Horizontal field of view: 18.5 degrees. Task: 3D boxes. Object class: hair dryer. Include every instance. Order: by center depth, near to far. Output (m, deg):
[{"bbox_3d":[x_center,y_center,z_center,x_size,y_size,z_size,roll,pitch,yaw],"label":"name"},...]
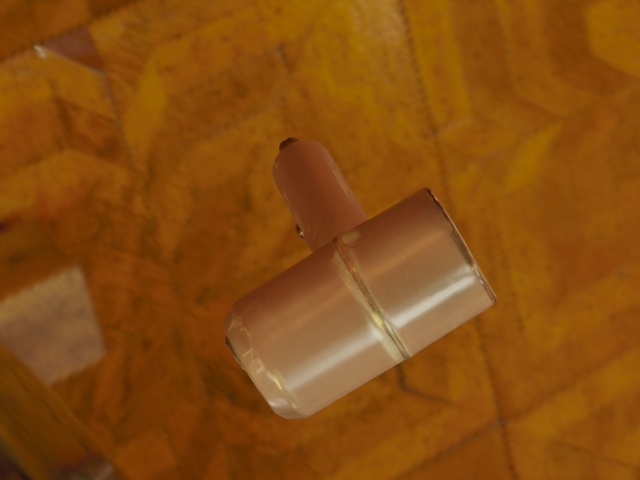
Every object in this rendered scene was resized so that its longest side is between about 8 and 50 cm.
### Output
[{"bbox_3d":[0.000,0.000,1.570,0.189,0.344,0.107,-32,118,2],"label":"hair dryer"}]
